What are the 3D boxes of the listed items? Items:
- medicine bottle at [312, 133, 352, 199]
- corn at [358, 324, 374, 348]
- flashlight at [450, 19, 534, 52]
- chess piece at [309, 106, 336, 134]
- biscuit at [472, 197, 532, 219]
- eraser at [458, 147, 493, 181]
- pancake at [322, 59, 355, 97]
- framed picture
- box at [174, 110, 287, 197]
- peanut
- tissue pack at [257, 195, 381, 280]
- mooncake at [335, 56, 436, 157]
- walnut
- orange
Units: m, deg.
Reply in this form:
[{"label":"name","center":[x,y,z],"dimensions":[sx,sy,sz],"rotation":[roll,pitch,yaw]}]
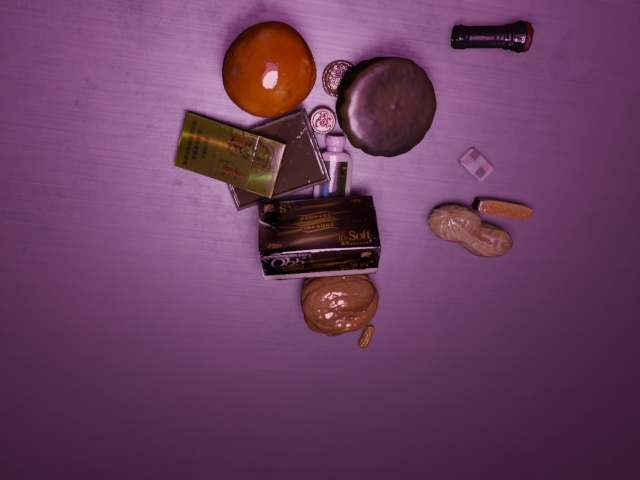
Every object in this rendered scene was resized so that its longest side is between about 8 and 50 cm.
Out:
[{"label":"medicine bottle","center":[0.039,-0.218,1.758],"dimensions":[0.115,0.078,0.219],"rotation":[3,110,-4]},{"label":"corn","center":[0.162,0.339,1.992],"dimensions":[0.037,0.037,0.092],"rotation":[17,103,-12]},{"label":"flashlight","center":[0.502,-0.598,1.674],"dimensions":[0.232,0.093,0.092],"rotation":[-2,110,0]},{"label":"chess piece","center":[0.006,-0.365,1.724],"dimensions":[0.084,0.038,0.083],"rotation":[-2,109,-7]},{"label":"biscuit","center":[0.598,-0.106,1.869],"dimensions":[0.188,0.056,0.052],"rotation":[10,106,-8]},{"label":"eraser","center":[0.500,-0.244,1.825],"dimensions":[0.105,0.026,0.065],"rotation":[41,104,-17]},{"label":"pancake","center":[0.059,-0.484,1.701],"dimensions":[0.115,0.011,0.114],"rotation":[-2,112,-5]},{"label":"framed picture","center":[-0.152,-0.240,1.719],"dimensions":[0.315,0.024,0.231],"rotation":[-16,105,13]},{"label":"box","center":[-0.269,-0.257,1.694],"dimensions":[0.311,0.043,0.172],"rotation":[19,109,1]},{"label":"peanut","center":[0.494,-0.030,1.848],"dimensions":[0.299,0.120,0.136],"rotation":[25,143,-14]},{"label":"tissue pack","center":[0.000,0.000,1.733],"dimensions":[0.370,0.209,0.198],"rotation":[-4,144,-1]},{"label":"mooncake","center":[0.186,-0.391,1.664],"dimensions":[0.291,0.161,0.290],"rotation":[-4,112,-10]},{"label":"walnut","center":[0.062,0.191,1.838],"dimensions":[0.257,0.257,0.224],"rotation":[-8,145,-3]},{"label":"orange","center":[-0.145,-0.467,1.556],"dimensions":[0.261,0.261,0.261],"rotation":[-2,110,-5]}]
